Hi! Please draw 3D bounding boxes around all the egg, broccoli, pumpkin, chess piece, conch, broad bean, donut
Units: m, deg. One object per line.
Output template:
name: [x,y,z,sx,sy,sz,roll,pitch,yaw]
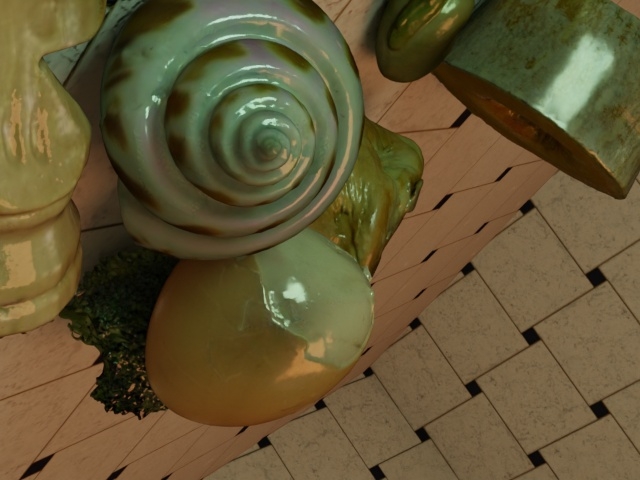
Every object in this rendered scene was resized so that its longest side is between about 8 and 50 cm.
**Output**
egg: [-0.065,0.083,0.903,0.244,0.201,0.201,-39,166,4]
broccoli: [-0.205,0.104,1.032,0.226,0.197,0.176,13,168,-42]
pumpkin: [0.327,-0.222,1.216,0.199,0.332,0.332,-55,165,1]
chess piece: [-0.217,-0.075,0.614,0.137,0.137,0.300,-29,151,-40]
conch: [-0.071,-0.083,0.710,0.368,0.197,0.249,-30,141,-76]
broad bean: [0.118,-0.239,1.027,0.124,0.082,0.174,-39,164,-17]
donut: [0.000,0.000,1.154,0.360,0.170,0.360,-61,177,-5]
